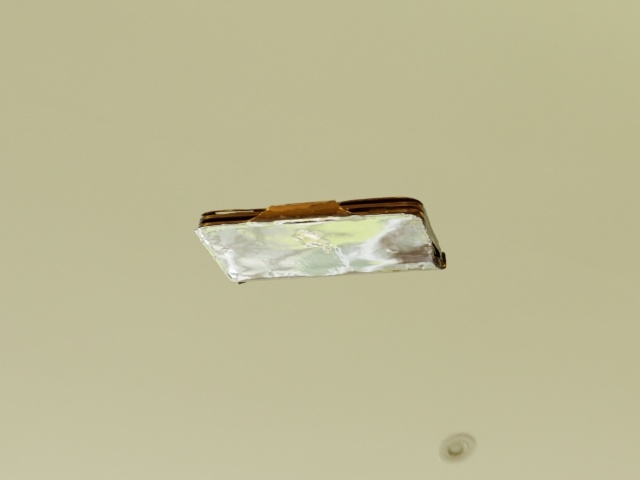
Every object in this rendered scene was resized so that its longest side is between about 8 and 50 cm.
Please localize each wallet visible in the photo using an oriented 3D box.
[{"bbox_3d":[0.000,0.000,0.629,0.176,0.026,0.095,-4,-31,19],"label":"wallet"}]
